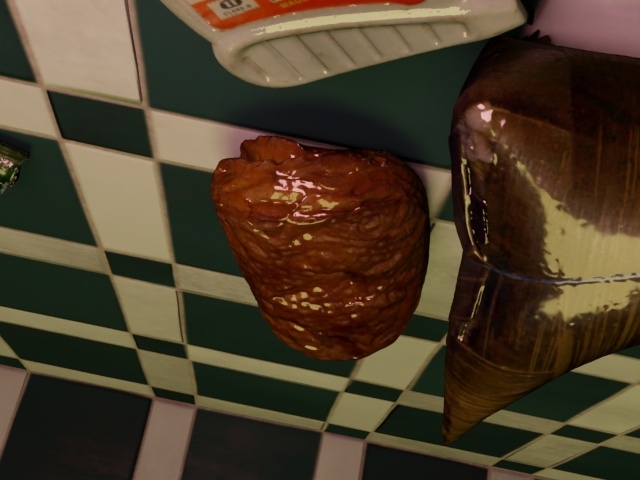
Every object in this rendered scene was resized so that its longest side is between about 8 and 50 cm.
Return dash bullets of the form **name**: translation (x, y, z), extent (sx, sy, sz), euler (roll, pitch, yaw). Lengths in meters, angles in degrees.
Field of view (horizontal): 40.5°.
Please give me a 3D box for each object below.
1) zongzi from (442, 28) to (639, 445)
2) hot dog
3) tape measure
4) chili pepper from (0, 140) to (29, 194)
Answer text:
- **zongzi**: translation (0.307, 0.049, 0.782), extent (0.403, 0.208, 0.433), euler (7, 120, 11)
- **hot dog**: translation (0.000, 0.000, 1.084), extent (0.266, 0.174, 0.388), euler (3, 146, 12)
- **tape measure**: translation (0.004, -0.222, 0.634), extent (0.243, 0.125, 0.246), euler (-11, 151, 28)
- **chili pepper**: translation (-0.503, -0.140, 1.141), extent (0.226, 0.059, 0.088), euler (29, 147, -26)
